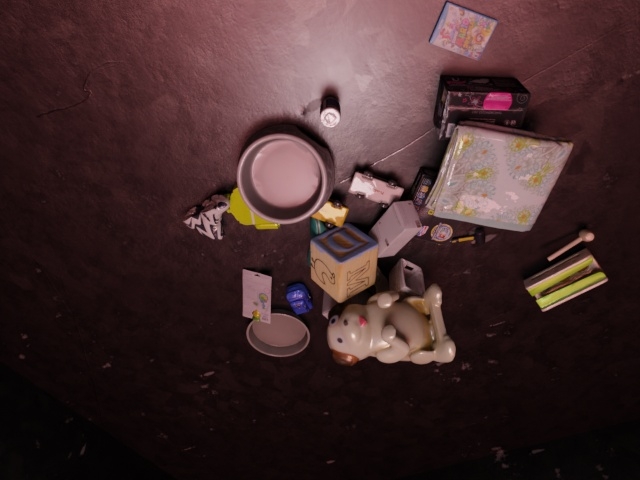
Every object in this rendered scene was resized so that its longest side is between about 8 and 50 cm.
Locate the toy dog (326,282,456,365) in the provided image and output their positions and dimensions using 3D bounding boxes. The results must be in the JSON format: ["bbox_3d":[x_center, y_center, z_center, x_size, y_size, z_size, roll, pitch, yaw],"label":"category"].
[{"bbox_3d":[0.222,0.324,1.730,0.407,0.285,0.395,1,161,-15],"label":"toy dog"}]

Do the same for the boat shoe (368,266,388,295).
[{"bbox_3d":[0.225,0.173,1.959,0.079,0.084,0.233,13,147,41],"label":"boat shoe"}]

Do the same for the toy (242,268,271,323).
[{"bbox_3d":[-0.265,0.235,2.006,0.136,0.056,0.238,13,114,17],"label":"toy"}]

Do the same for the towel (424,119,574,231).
[{"bbox_3d":[0.550,-0.195,1.467,0.373,0.090,0.321,9,128,-4],"label":"towel"}]

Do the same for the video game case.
[{"bbox_3d":[0.422,-0.619,1.382,0.166,0.015,0.119,15,126,-9],"label":"video game case"}]

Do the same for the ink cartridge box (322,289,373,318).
[{"bbox_3d":[0.142,0.290,1.952,0.121,0.211,0.289,-31,119,24],"label":"ink cartridge box"}]

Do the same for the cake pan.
[{"bbox_3d":[-0.194,0.424,2.158,0.292,0.054,0.294,1,127,1],"label":"cake pan"}]

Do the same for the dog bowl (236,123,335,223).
[{"bbox_3d":[-0.126,-0.215,1.587,0.347,0.102,0.349,2,109,4],"label":"dog bowl"}]

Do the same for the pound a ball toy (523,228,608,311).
[{"bbox_3d":[0.971,0.109,1.863,0.319,0.136,0.208,-36,93,25],"label":"pound a ball toy"}]

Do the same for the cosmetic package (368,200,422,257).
[{"bbox_3d":[0.268,-0.038,1.702,0.085,0.118,0.231,-7,154,-22],"label":"cosmetic package"}]

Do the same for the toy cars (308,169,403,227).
[{"bbox_3d":[0.101,-0.158,1.696,0.393,0.087,0.177,-19,113,10],"label":"toy cars"}]

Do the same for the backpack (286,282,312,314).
[{"bbox_3d":[-0.090,0.248,1.996,0.097,0.101,0.120,-19,121,7],"label":"backpack"}]

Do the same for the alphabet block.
[{"bbox_3d":[0.089,0.080,1.768,0.193,0.192,0.197,-24,132,-28],"label":"alphabet block"}]

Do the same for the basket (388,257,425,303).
[{"bbox_3d":[0.345,0.176,1.889,0.113,0.167,0.103,27,128,-18],"label":"basket"}]

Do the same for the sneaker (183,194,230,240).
[{"bbox_3d":[-0.389,-0.076,1.754,0.234,0.094,0.153,-24,129,30],"label":"sneaker"}]

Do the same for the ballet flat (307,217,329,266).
[{"bbox_3d":[0.000,0.000,1.830,0.087,0.083,0.248,-10,130,-21],"label":"ballet flat"}]

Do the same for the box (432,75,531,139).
[{"bbox_3d":[0.493,-0.411,1.458,0.246,0.142,0.164,2,128,1],"label":"box"}]

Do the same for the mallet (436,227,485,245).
[{"bbox_3d":[0.548,-0.010,1.825,0.189,0.039,0.063,-4,128,9],"label":"mallet"}]

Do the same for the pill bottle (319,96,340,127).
[{"bbox_3d":[0.031,-0.412,1.482,0.066,0.120,0.067,1,127,1],"label":"pill bottle"}]

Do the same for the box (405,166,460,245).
[{"bbox_3d":[0.423,-0.120,1.728,0.216,0.060,0.270,14,126,-8],"label":"box"}]

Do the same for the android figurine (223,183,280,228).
[{"bbox_3d":[-0.222,-0.143,1.732,0.272,0.056,0.249,-4,127,4],"label":"android figurine"}]
